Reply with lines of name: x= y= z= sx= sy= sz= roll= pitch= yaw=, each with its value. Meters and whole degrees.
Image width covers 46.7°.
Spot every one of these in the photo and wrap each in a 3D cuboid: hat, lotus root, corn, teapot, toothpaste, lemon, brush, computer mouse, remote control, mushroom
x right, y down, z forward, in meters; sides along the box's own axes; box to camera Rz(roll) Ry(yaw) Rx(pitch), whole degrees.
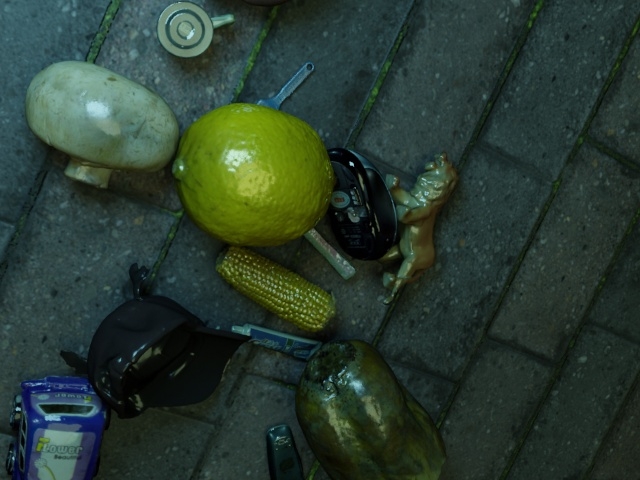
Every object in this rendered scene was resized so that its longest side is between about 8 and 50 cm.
hat: x=-0.304 y=0.181 z=1.356 sx=0.336 sy=0.209 sz=0.238 roll=4 pitch=124 yaw=-56
lotus root: x=0.089 y=0.361 z=1.496 sx=0.250 sy=0.250 sz=0.346 roll=-34 pitch=113 yaw=-9
corn: x=-0.084 y=0.093 z=1.434 sx=0.260 sy=0.091 sz=0.091 roll=33 pitch=73 yaw=-21
teapot: x=-0.217 y=-0.353 z=1.260 sx=0.124 sy=0.091 sz=0.092 roll=10 pitch=101 yaw=-17
toothpaste: x=-0.090 y=0.202 z=1.493 sx=0.197 sy=0.035 sz=0.057 roll=19 pitch=113 yaw=-26
lemon: x=-0.108 y=-0.109 z=1.285 sx=0.320 sy=0.245 sz=0.245 roll=5 pitch=103 yaw=-36
brush: x=-0.070 y=-0.271 z=1.380 sx=0.164 sy=0.014 sz=0.051 roll=-47 pitch=116 yaw=-4
computer mouse: x=0.072 y=-0.075 z=1.426 sx=0.096 sy=0.137 sz=0.233 roll=-31 pitch=113 yaw=-32
remote control: x=-0.071 y=0.494 z=1.574 sx=0.072 sy=0.042 sz=0.222 roll=-14 pitch=109 yaw=-14
mushroom: x=-0.355 y=-0.178 z=1.203 sx=0.253 sy=0.189 sz=0.195 roll=20 pitch=95 yaw=-20

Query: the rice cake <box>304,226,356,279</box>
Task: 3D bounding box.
rice cake: x=-0.001 y=0.000 z=1.471 sx=0.033 sy=0.033 sz=0.207 roll=-41 pitch=114 yaw=5

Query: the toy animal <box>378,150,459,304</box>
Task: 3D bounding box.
toy animal: x=0.199 y=-0.029 z=1.508 sx=0.157 sy=0.097 sz=0.312 roll=1 pitch=106 yaw=-27

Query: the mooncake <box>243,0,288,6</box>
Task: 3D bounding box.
mooncake: x=-0.130 y=-0.548 z=1.170 sx=0.334 sy=0.174 sz=0.326 roll=0 pitch=119 yaw=-19

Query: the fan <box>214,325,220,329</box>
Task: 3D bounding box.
fan: x=-0.229 y=0.197 z=1.454 sx=0.083 sy=0.004 sz=0.056 roll=-45 pitch=114 yaw=-4

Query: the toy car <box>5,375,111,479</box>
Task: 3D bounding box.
toy car: x=-0.469 y=0.373 z=1.327 sx=0.172 sy=0.158 sz=0.235 roll=7 pitch=101 yaw=-22
